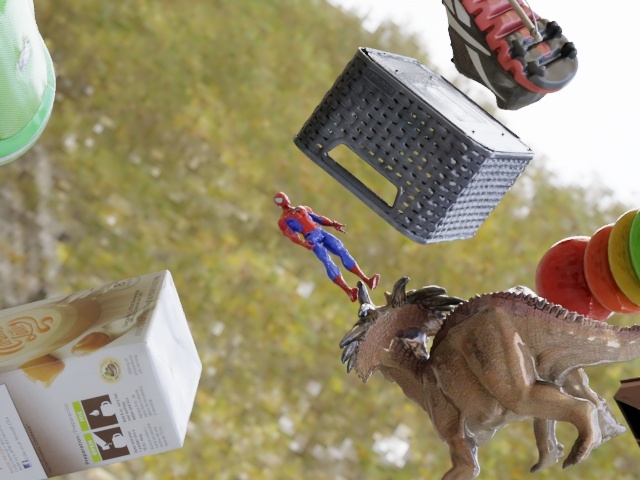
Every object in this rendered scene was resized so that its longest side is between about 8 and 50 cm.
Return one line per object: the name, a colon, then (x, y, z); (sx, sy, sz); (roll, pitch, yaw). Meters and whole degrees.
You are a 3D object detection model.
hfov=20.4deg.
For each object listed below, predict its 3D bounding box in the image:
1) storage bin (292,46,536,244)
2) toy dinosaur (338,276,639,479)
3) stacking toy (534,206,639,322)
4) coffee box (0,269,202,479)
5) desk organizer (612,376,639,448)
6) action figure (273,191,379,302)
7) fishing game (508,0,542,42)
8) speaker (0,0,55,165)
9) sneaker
storage bin: (0.072, -0.069, 1.294); (0.084, 0.122, 0.180); (-53, 167, 12)
toy dinosaur: (0.124, 0.088, 1.357); (0.127, 0.200, 0.296); (-19, 171, -48)
stacking toy: (0.327, 0.012, 1.639); (0.330, 0.141, 0.141); (-23, -143, 54)
coffee box: (-0.231, 0.119, 1.420); (0.246, 0.098, 0.141); (-14, -159, 8)
desk organizer: (0.277, 0.176, 1.427); (0.047, 0.130, 0.050); (-15, -160, 42)
action figure: (0.000, 0.000, 1.457); (0.038, 0.115, 0.030); (-34, 153, -24)
fishing game: (0.184, -0.339, 1.796); (0.264, 0.041, 0.189); (87, -19, -54)
speaker: (-0.259, -0.148, 1.236); (0.131, 0.131, 0.296); (-62, 173, -16)
sneaker: (0.185, -0.266, 2.084); (0.097, 0.276, 0.135); (-26, 166, -32)
